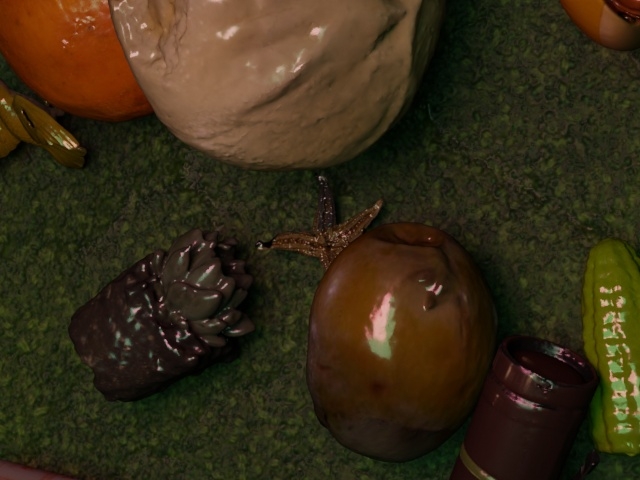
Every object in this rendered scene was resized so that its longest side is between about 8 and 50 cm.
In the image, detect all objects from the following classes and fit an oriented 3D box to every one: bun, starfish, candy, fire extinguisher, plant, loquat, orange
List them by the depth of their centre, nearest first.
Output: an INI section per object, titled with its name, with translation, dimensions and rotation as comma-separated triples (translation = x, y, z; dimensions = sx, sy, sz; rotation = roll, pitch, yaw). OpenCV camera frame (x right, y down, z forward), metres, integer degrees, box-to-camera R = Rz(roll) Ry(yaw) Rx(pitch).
[bun]
translation = -0.008, -0.241, 1.366
dimensions = 0.202, 0.364, 0.364
rotation = 8, 92, 50
[candy]
translation = 0.286, 0.101, 1.419
dimensions = 0.096, 0.097, 0.210
rotation = -10, 84, 17
[fire extinguisher]
translation = 0.169, 0.265, 1.425
dimensions = 0.141, 0.105, 0.341
rotation = 37, 118, 44
[loquat]
translation = 0.076, 0.099, 1.440
dimensions = 0.179, 0.179, 0.227
rotation = 12, 105, 17
[orange]
translation = -0.207, -0.258, 1.509
dimensions = 0.283, 0.226, 0.284
rotation = 0, 90, 25
[starfish]
translation = 0.000, -0.002, 1.531
dimensions = 0.130, 0.041, 0.133
rotation = -3, 91, 4
[plant]
translation = -0.149, 0.078, 1.537
dimensions = 0.194, 0.129, 0.132
rotation = -32, 83, 18

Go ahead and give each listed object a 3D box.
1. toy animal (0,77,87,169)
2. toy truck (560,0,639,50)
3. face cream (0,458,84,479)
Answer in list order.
[toy animal]
translation = -0.316, -0.140, 1.612
dimensions = 0.219, 0.095, 0.155
rotation = -23, 82, 47
[toy truck]
translation = 0.286, -0.321, 1.364
dimensions = 0.211, 0.204, 0.288
rotation = 29, 98, 18
[face cream]
translation = -0.243, 0.301, 1.577
dimensions = 0.251, 0.101, 0.101
rotation = 10, 92, 17
